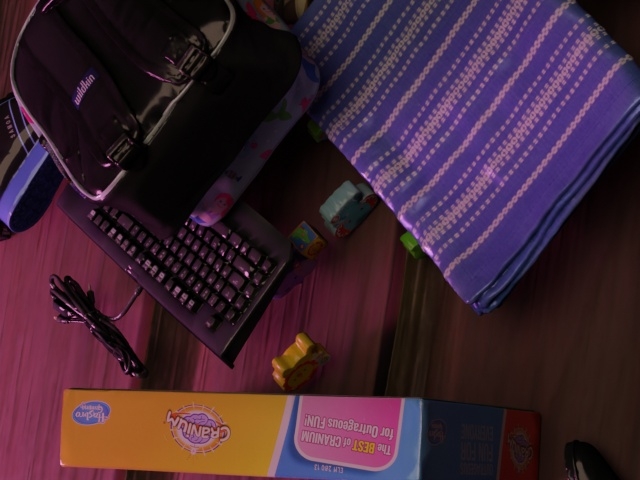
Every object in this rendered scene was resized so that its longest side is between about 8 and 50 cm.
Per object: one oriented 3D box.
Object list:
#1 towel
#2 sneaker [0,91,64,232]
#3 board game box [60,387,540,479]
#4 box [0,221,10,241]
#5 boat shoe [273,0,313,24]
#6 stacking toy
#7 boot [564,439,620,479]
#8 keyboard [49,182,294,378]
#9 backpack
[{"bbox_3d":[0.105,-0.131,1.520,0.336,0.040,0.243,51,117,30],"label":"towel"},{"bbox_3d":[-0.260,-0.124,1.743,0.090,0.081,0.232,31,83,20],"label":"sneaker"},{"bbox_3d":[-0.013,0.160,1.494,0.317,0.242,0.064,-1,82,28],"label":"board game box"},{"bbox_3d":[-0.344,-0.039,1.802,0.052,0.062,0.083,-16,74,25],"label":"box"},{"bbox_3d":[-0.023,-0.271,1.677,0.049,0.056,0.152,-2,80,22],"label":"boat shoe"},{"bbox_3d":[0.000,0.000,1.623,0.221,0.052,0.167,-45,60,8],"label":"stacking toy"},{"bbox_3d":[0.255,0.205,1.457,0.099,0.045,0.121,-22,79,25],"label":"boot"},{"bbox_3d":[-0.157,0.022,1.658,0.317,0.033,0.201,38,99,47],"label":"keyboard"},{"bbox_3d":[-0.141,-0.149,1.587,0.225,0.191,0.253,-53,51,10],"label":"backpack"}]
